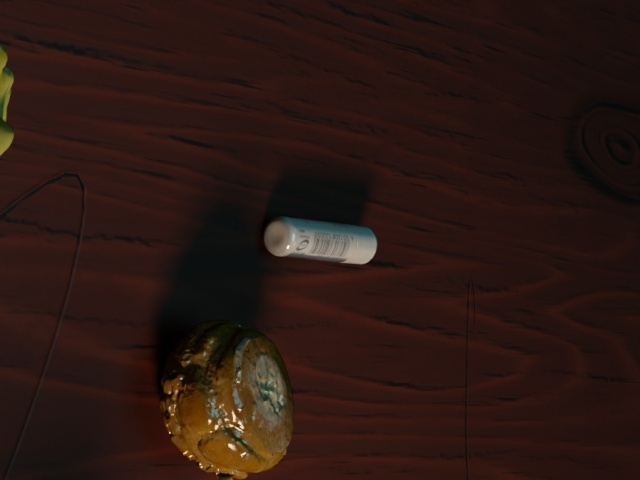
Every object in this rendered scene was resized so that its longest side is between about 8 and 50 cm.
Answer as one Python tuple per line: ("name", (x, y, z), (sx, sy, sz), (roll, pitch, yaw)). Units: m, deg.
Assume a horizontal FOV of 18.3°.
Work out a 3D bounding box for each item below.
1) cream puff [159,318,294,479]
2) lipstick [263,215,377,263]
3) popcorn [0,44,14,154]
("cream puff", (-0.087, 0.139, 1.758), (0.126, 0.103, 0.144), (-55, 134, -54))
("lipstick", (0.000, 0.000, 1.921), (0.141, 0.040, 0.040), (5, 87, -54))
("popcorn", (-0.312, -0.075, 1.265), (0.259, 0.212, 0.259), (-12, 105, -58))
